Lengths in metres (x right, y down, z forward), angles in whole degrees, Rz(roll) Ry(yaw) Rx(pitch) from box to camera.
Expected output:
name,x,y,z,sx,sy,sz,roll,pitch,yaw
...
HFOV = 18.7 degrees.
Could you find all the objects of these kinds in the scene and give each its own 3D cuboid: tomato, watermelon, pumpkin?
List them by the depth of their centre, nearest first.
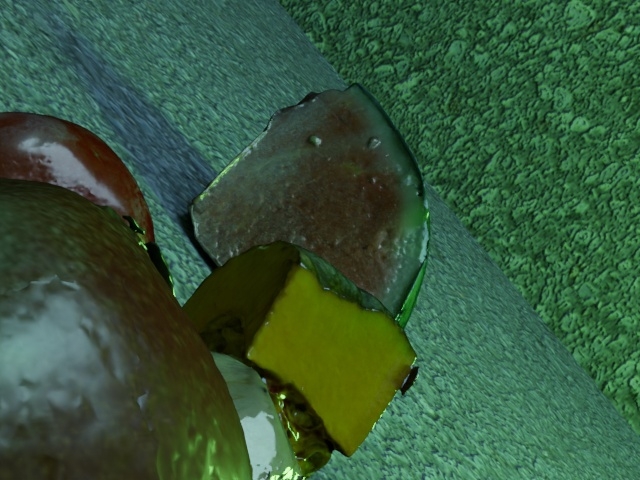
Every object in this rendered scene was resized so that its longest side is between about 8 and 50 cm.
name,x,y,z,sx,sy,sz,roll,pitch,yaw
tomato,-0.176,0.113,0.675,0.239,0.303,0.303,1,45,-48
tomato,-0.200,-0.007,1.315,0.187,0.151,0.187,46,17,-18
pumpkin,-0.028,0.123,1.394,0.139,0.190,0.280,44,13,-24
watermelon,0.024,-0.018,1.998,0.292,0.222,0.319,46,11,15

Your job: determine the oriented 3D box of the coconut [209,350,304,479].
name,x,y,z,sx,sy,sz,roll,pitch,yaw
coconut,-0.102,0.154,1.083,0.194,0.194,0.194,45,12,-12
